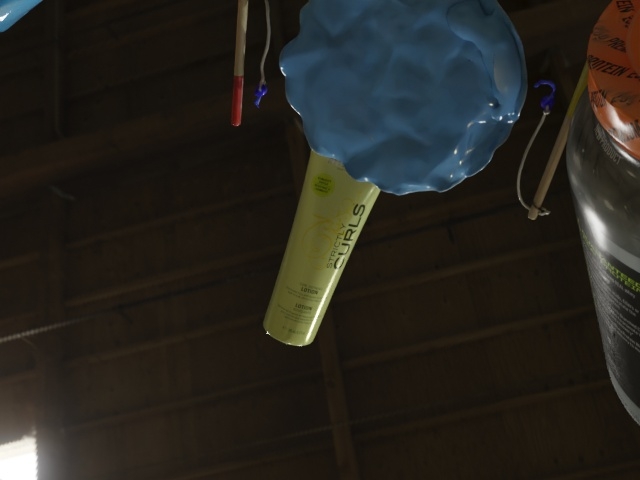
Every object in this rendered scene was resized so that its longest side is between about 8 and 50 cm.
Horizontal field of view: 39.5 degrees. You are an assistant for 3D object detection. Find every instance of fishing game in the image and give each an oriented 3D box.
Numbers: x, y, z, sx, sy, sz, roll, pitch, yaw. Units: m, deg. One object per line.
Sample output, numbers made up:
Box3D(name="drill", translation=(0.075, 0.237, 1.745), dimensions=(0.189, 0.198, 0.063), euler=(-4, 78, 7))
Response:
Box3D(name="fishing game", translation=(0.059, -0.122, 0.652), dimensions=(0.264, 0.189, 0.041), euler=(16, -142, 13))

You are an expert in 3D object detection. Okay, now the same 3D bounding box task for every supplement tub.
Box3D(name="supplement tub", translation=(0.259, -0.006, 0.544), dimensions=(0.194, 0.316, 0.193), euler=(-13, -132, 15))

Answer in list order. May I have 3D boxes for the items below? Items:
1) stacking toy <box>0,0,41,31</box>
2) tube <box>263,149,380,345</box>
Box3D(name="stacking toy", translation=(-0.166, -0.304, 0.664), dimensions=(0.302, 0.165, 0.175), euler=(-42, -159, -25))
Box3D(name="tube", translation=(0.000, 0.000, 0.955), dimensions=(0.062, 0.070, 0.240), euler=(35, -63, 31))
